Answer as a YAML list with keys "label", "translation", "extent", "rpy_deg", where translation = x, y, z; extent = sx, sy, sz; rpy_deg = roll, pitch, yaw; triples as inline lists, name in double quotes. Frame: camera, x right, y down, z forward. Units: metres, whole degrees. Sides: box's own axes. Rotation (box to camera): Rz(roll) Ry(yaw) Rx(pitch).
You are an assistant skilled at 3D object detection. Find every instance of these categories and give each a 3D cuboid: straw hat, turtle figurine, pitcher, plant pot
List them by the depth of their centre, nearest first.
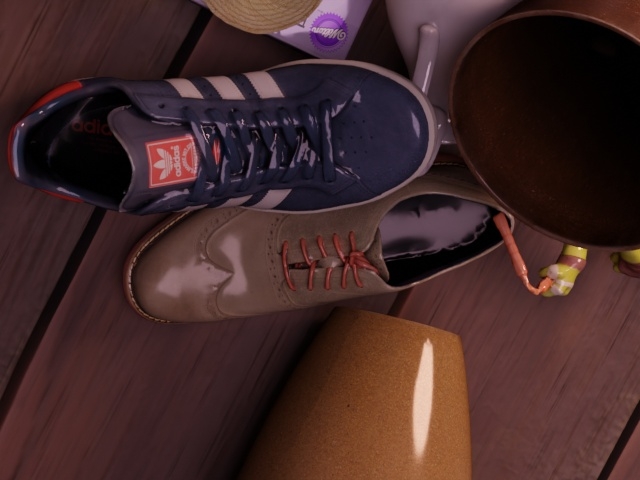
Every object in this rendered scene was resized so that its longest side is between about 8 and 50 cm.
- label: "plant pot"
  translation: [0.249, -0.144, 1.289]
  extent: [0.215, 0.215, 0.230]
  rpy_deg: [57, 47, -18]
- label: "straw hat"
  translation: [-0.041, -0.236, 1.302]
  extent: [0.144, 0.061, 0.145]
  rpy_deg: [-3, 105, -13]
- label: "pitcher"
  translation: [0.105, -0.169, 1.334]
  extent: [0.125, 0.178, 0.207]
  rpy_deg: [15, 133, 16]
- label: "plant pot"
  translation: [0.037, 0.194, 1.422]
  extent: [0.237, 0.237, 0.254]
  rpy_deg: [14, 85, -17]
- label: "turtle figurine"
  translation: [0.249, -0.063, 1.428]
  extent: [0.217, 0.087, 0.270]
  rpy_deg: [27, 61, -47]

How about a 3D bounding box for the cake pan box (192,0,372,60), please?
- label: "cake pan box"
  translation: [-0.044, -0.304, 1.353]
  extent: [0.266, 0.070, 0.246]
  rpy_deg: [24, 98, -19]

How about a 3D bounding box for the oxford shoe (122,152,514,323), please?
- label: "oxford shoe"
  translation: [0.000, 0.000, 1.399]
  extent: [0.348, 0.130, 0.123]
  rpy_deg: [-18, 106, -10]

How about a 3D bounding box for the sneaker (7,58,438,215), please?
- label: "sneaker"
  translation: [-0.086, -0.072, 1.283]
  extent: [0.350, 0.148, 0.131]
  rpy_deg: [-3, 102, 15]
